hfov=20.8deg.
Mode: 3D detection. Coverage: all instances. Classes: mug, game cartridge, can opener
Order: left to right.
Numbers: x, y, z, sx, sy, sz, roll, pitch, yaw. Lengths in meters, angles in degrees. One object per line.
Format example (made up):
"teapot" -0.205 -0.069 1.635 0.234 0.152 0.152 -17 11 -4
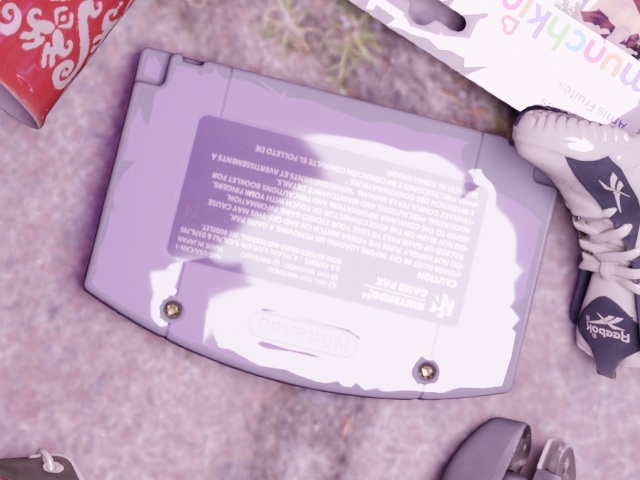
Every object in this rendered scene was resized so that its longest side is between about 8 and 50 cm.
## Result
"mug" -0.184 -0.183 1.131 0.150 0.113 0.169 45 79 -28
"game cartridge" 0.000 0.000 1.176 0.297 0.062 0.198 15 90 -5
"can opener" 0.094 0.251 1.142 0.095 0.076 0.283 15 66 27

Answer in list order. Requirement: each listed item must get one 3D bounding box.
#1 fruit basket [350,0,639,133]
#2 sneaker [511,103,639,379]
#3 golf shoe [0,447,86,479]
"fruit basket" 0.157 -0.280 1.154 0.327 0.165 0.353 33 87 -3
"sneaker" 0.197 0.012 1.150 0.235 0.094 0.153 22 93 -41
"golf shoe" -0.222 0.181 1.132 0.273 0.105 0.120 31 64 -6
